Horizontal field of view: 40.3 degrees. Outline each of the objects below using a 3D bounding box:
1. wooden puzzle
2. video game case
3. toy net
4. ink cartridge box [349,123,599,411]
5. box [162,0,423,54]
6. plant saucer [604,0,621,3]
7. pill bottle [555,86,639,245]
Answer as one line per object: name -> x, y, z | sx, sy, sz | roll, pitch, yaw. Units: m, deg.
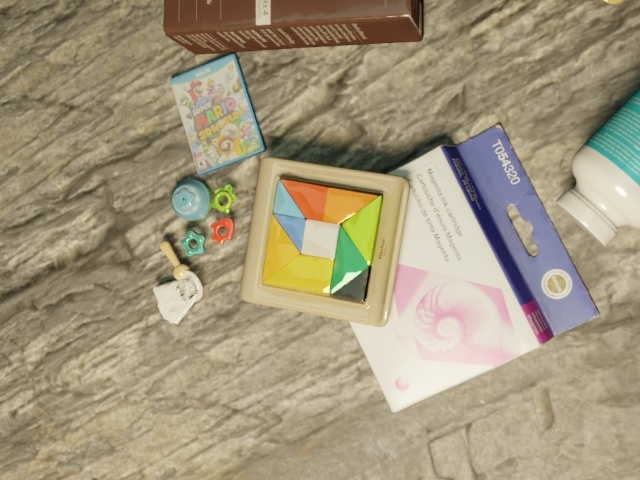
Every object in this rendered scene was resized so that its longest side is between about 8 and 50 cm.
wooden puzzle -> 0.000, 0.000, 1.273 | 0.239, 0.044, 0.220 | 10, 93, 18
video game case -> -0.166, -0.203, 1.404 | 0.119, 0.015, 0.166 | -19, 83, 13
toy net -> -0.198, 0.020, 1.392 | 0.122, 0.045, 0.232 | 10, 92, 13
ink cartridge box -> 0.184, 0.039, 1.280 | 0.330, 0.071, 0.324 | -28, 81, 13
box -> -0.040, -0.396, 1.316 | 0.382, 0.143, 0.191 | -1, 88, 13
plant saucer -> 0.380, -0.544, 1.242 | 0.333, 0.081, 0.332 | 37, 96, 13
pill bottle -> 0.444, -0.117, 1.176 | 0.146, 0.146, 0.264 | 45, 98, 12
